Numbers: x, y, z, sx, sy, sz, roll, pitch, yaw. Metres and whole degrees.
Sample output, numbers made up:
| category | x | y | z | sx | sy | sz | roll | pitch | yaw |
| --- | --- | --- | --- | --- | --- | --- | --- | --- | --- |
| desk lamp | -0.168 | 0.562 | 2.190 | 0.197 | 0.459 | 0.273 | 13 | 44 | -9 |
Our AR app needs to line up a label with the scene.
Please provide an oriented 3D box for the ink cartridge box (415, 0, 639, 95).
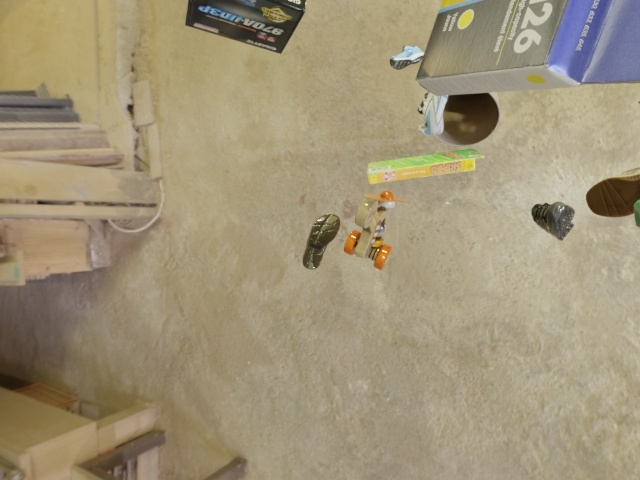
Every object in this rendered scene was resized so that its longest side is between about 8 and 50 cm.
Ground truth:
| category | x | y | z | sx | sy | sz | roll | pitch | yaw |
| --- | --- | --- | --- | --- | --- | --- | --- | --- | --- |
| ink cartridge box | 0.289 | -0.347 | 0.534 | 0.307 | 0.072 | 0.304 | 26 | 98 | 58 |

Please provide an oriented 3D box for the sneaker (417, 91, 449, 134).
| category | x | y | z | sx | sy | sz | roll | pitch | yaw |
| --- | --- | --- | --- | --- | --- | --- | --- | --- | --- |
| sneaker | 0.342 | -0.429 | 1.274 | 0.086 | 0.085 | 0.237 | 0 | 131 | 5 |

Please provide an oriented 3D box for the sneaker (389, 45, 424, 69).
| category | x | y | z | sx | sy | sz | roll | pitch | yaw |
| --- | --- | --- | --- | --- | --- | --- | --- | --- | --- |
| sneaker | 0.337 | -0.739 | 1.684 | 0.073 | 0.162 | 0.063 | 62 | 155 | 8 |

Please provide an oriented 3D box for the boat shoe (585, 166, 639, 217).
| category | x | y | z | sx | sy | sz | roll | pitch | yaw |
| --- | --- | --- | --- | --- | --- | --- | --- | --- | --- |
| boat shoe | 0.777 | -0.127 | 1.001 | 0.285 | 0.089 | 0.105 | 149 | 101 | -72 |

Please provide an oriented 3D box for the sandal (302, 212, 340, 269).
| category | x | y | z | sx | sy | sz | roll | pitch | yaw |
| --- | --- | --- | --- | --- | --- | --- | --- | --- | --- |
| sandal | 0.000 | 0.000 | 1.462 | 0.090 | 0.060 | 0.219 | 20 | 111 | -3 |

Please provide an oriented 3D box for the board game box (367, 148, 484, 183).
| category | x | y | z | sx | sy | sz | roll | pitch | yaw |
| --- | --- | --- | --- | --- | --- | --- | --- | --- | --- |
| board game box | 0.243 | -0.178 | 0.995 | 0.259 | 0.124 | 0.039 | -9 | 109 | 12 |

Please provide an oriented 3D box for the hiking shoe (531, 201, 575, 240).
| category | x | y | z | sx | sy | sz | roll | pitch | yaw |
| --- | --- | --- | --- | --- | --- | --- | --- | --- | --- |
| hiking shoe | 0.655 | -0.064 | 1.209 | 0.114 | 0.227 | 0.086 | 37 | 95 | 33 |

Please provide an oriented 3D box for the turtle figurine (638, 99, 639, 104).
| category | x | y | z | sx | sy | sz | roll | pitch | yaw |
| --- | --- | --- | --- | --- | --- | --- | --- | --- | --- |
| turtle figurine | 1.146 | -0.487 | 1.388 | 0.175 | 0.118 | 0.234 | -5 | 124 | 19 |

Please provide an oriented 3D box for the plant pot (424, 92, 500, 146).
| category | x | y | z | sx | sy | sz | roll | pitch | yaw |
| --- | --- | --- | --- | --- | --- | --- | --- | --- | --- |
| plant pot | 0.546 | -0.535 | 1.570 | 0.256 | 0.274 | 0.256 | 16 | 142 | 13 |

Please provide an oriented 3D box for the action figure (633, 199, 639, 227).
| category | x | y | z | sx | sy | sz | roll | pitch | yaw |
| --- | --- | --- | --- | --- | --- | --- | --- | --- | --- |
| action figure | 0.434 | -0.019 | 0.491 | 0.063 | 0.232 | 0.137 | 15 | 125 | 21 |

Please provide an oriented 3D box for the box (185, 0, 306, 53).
| category | x | y | z | sx | sy | sz | roll | pitch | yaw |
| --- | --- | --- | --- | --- | --- | --- | --- | --- | --- |
| box | -0.159 | -0.481 | 0.870 | 0.175 | 0.220 | 0.051 | 166 | 111 | -67 |

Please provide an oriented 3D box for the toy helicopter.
| category | x | y | z | sx | sy | sz | roll | pitch | yaw |
| --- | --- | --- | --- | --- | --- | --- | --- | --- | --- |
| toy helicopter | 0.162 | -0.061 | 1.235 | 0.140 | 0.355 | 0.235 | 27 | 85 | 17 |
